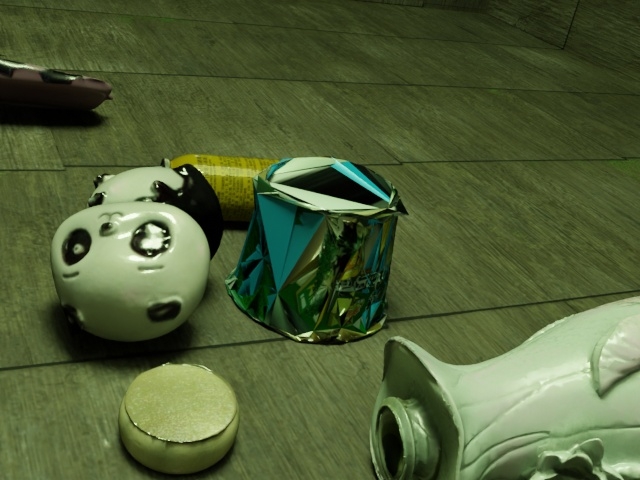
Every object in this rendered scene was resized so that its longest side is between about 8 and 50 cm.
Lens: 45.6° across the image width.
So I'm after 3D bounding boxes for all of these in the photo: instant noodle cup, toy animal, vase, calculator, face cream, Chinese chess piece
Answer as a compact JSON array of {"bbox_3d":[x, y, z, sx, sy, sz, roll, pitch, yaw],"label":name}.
[{"bbox_3d":[0.000,0.000,1.026,0.240,0.178,0.240,9,28,-5],"label":"instant noodle cup"},{"bbox_3d":[-0.217,0.017,0.918,0.187,0.165,0.235,-8,26,10],"label":"toy animal"},{"bbox_3d":[0.272,0.173,0.778,0.446,0.249,0.250,-3,32,-18],"label":"vase"},{"bbox_3d":[-0.522,-0.275,1.375,0.294,0.043,0.194,5,-8,-29],"label":"calculator"},{"bbox_3d":[-0.114,-0.080,1.205,0.349,0.105,0.105,1,30,-19],"label":"face cream"},{"bbox_3d":[-0.143,0.180,0.775,0.122,0.051,0.122,9,30,-6],"label":"Chinese chess piece"}]
